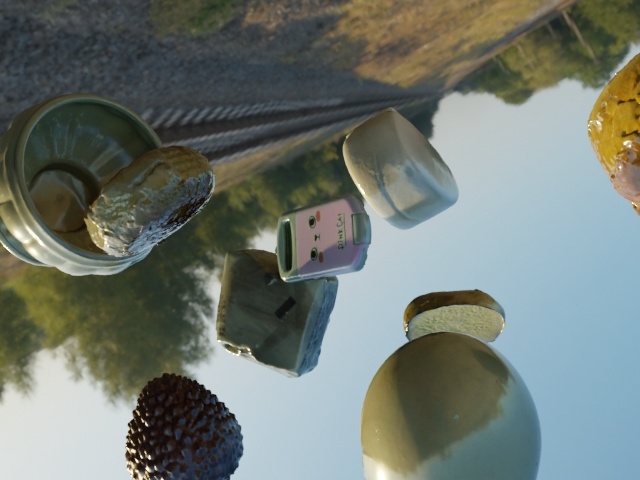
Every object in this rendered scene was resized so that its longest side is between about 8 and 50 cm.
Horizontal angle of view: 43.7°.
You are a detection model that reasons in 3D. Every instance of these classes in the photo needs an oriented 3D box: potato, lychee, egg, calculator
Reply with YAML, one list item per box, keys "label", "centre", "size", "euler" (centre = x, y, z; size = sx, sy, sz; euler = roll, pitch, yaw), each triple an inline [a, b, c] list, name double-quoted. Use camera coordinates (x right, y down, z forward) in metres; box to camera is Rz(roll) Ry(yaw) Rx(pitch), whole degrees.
- label: "potato"
  centre: [0.262, 0.145, 1.574]
  size: [0.200, 0.164, 0.081]
  euler: [-1, -132, 2]
- label: "lychee"
  centre: [-0.283, 0.396, 1.613]
  size: [0.271, 0.271, 0.271]
  euler: [-29, -175, 3]
- label: "egg"
  centre: [0.154, 0.239, 0.959]
  size: [0.219, 0.270, 0.219]
  euler: [1, -165, 0]
- label: "calculator"
  centre: [0.000, 0.000, 1.454]
  size: [0.045, 0.141, 0.246]
  euler: [8, 166, -43]

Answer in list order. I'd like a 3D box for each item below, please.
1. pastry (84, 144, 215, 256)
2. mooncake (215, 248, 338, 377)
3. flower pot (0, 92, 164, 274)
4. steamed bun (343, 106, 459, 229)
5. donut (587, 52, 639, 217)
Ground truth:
- label: "pastry"
  centre: [-0.244, -0.054, 1.160]
  size: [0.182, 0.093, 0.192]
  euler: [-42, 174, 28]
- label: "mooncake"
  centre: [-0.101, 0.153, 1.733]
  size: [0.250, 0.255, 0.136]
  euler: [16, -176, 23]
- label: "flower pot"
  centre: [-0.421, -0.080, 1.360]
  size: [0.244, 0.308, 0.307]
  euler: [-16, -167, 48]
- label: "steamed bun"
  centre: [0.160, -0.125, 1.566]
  size: [0.146, 0.241, 0.164]
  euler: [-31, -138, 25]
- label: "donut"
  centre: [0.516, -0.128, 1.027]
  size: [0.329, 0.160, 0.330]
  euler: [-3, 146, -2]
